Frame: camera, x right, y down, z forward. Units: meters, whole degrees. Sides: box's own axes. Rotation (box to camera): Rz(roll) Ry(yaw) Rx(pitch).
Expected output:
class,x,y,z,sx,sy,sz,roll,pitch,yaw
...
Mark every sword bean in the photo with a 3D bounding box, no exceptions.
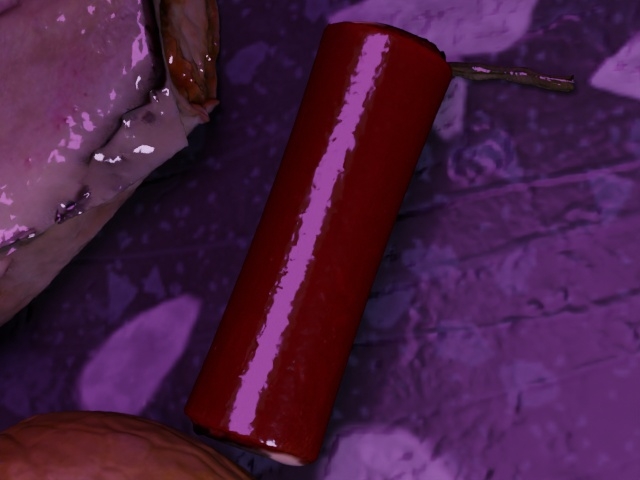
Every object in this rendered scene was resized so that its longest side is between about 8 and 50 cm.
class,x,y,z,sx,sy,sz,roll,pitch,yaw
sword bean,0.103,-0.094,0.684,0.083,0.012,0.012,11,80,24

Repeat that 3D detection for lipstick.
class,x,y,z,sx,sy,sz,roll,pitch,yaw
lipstick,0.000,0.000,0.663,0.080,0.080,0.241,16,82,24

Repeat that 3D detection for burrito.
class,x,y,z,sx,sy,sz,roll,pitch,yaw
burrito,-0.161,-0.086,0.739,0.175,0.107,0.348,41,95,10

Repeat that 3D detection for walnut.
class,x,y,z,sx,sy,sz,roll,pitch,yaw
walnut,-0.103,0.170,0.620,0.207,0.159,0.159,13,81,25
